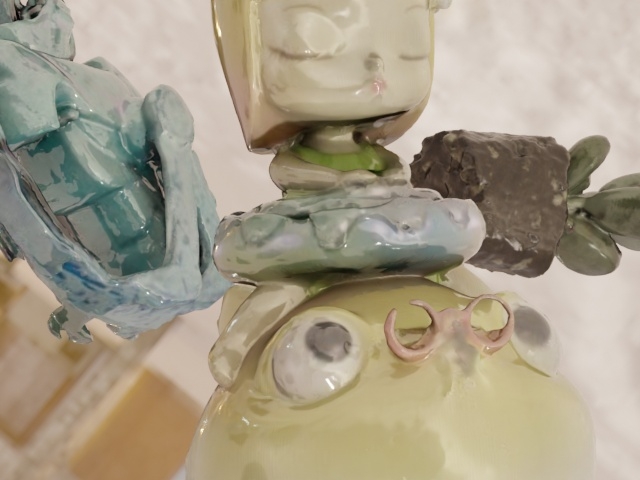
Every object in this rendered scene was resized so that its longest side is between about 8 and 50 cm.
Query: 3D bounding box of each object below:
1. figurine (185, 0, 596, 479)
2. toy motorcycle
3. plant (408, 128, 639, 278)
[{"bbox_3d":[0.000,0.000,0.999,0.227,0.394,0.274,-5,176,-28],"label":"figurine"},{"bbox_3d":[-0.169,-0.050,1.391,0.260,0.154,0.206,56,-151,-21],"label":"toy motorcycle"},{"bbox_3d":[0.224,-0.037,1.968,0.274,0.149,0.146,5,-170,-24],"label":"plant"}]
